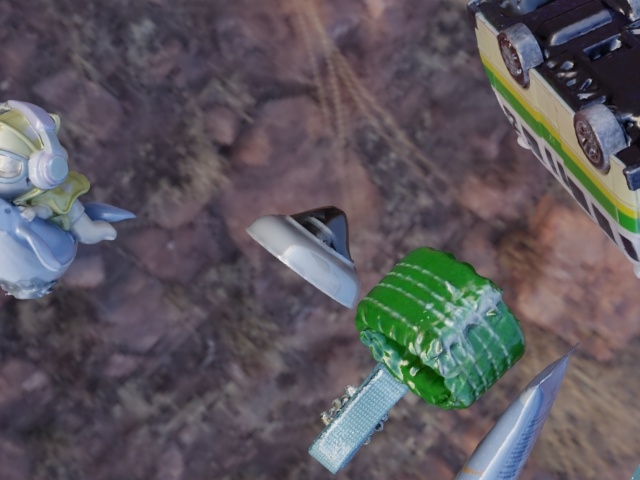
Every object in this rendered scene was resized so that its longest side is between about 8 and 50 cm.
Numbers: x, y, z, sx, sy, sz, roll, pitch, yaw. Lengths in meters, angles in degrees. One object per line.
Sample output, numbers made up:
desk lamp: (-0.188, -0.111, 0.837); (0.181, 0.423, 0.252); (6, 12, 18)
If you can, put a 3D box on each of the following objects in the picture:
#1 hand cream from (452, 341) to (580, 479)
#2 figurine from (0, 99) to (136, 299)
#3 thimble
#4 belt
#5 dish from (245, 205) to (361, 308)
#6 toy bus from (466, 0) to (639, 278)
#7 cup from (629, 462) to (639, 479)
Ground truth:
hand cream: (0.150, 0.205, 1.381); (0.091, 0.058, 0.271); (-26, 147, -60)
figurine: (-0.272, -0.037, 1.468); (0.208, 0.128, 0.184); (1, 91, -62)
thimble: (0.095, 0.070, 1.232); (0.090, 0.130, 0.118); (-42, 102, -15)
belt: (0.058, 0.184, 1.778); (0.179, 0.065, 0.100); (-51, 178, 27)
dish: (0.000, 0.000, 1.634); (0.078, 0.141, 0.141); (-53, 140, 1)
toy bus: (0.267, -0.118, 1.423); (0.143, 0.305, 0.179); (-26, 133, -8)
cup: (0.395, 0.286, 1.489); (0.299, 0.173, 0.168); (-41, 135, -21)
